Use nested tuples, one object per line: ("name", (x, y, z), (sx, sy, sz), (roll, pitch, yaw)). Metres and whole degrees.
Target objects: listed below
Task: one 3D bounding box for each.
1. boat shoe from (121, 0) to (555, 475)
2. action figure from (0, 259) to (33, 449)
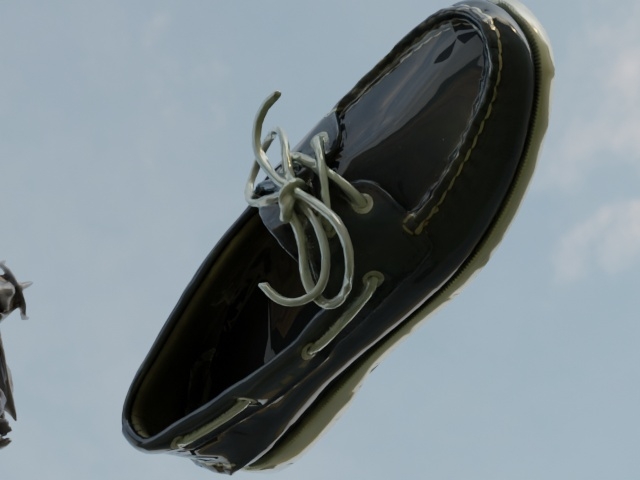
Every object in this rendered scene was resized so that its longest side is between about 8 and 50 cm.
("boat shoe", (0.000, 0.000, 0.703), (0.079, 0.095, 0.254), (9, -50, -44))
("action figure", (-0.251, 0.049, 0.977), (0.099, 0.285, 0.185), (-29, -96, 24))
